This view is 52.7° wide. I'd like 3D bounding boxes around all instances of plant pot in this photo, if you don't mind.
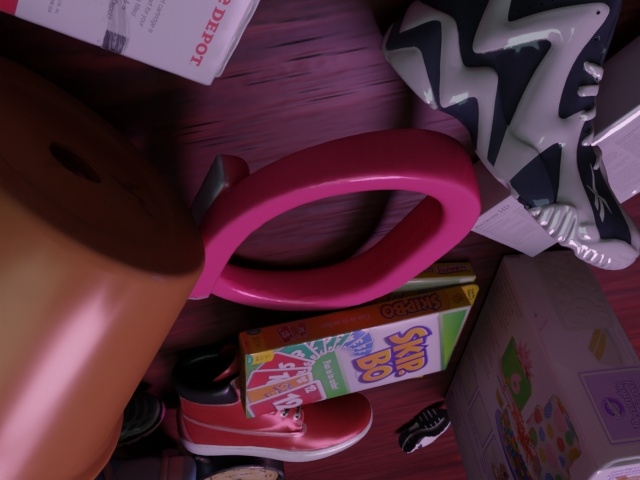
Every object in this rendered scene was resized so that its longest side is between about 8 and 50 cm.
[{"bbox_3d":[-0.213,0.019,0.403,0.203,0.291,0.291,-46,132,11],"label":"plant pot"}]

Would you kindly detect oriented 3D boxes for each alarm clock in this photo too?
[{"bbox_3d":[-0.119,0.333,0.930,0.129,0.064,0.192,-5,137,-9],"label":"alarm clock"}]

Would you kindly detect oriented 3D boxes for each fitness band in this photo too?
[{"bbox_3d":[0.000,0.000,0.521,0.208,0.054,0.291,3,156,-22],"label":"fitness band"}]

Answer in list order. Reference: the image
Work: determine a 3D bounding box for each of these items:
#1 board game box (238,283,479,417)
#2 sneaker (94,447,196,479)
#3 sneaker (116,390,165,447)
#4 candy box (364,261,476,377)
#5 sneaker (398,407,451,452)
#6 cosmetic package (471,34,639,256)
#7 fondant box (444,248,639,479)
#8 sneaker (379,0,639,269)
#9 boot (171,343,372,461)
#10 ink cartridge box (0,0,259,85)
[{"bbox_3d":[0.044,0.115,0.681,0.259,0.039,0.124,-12,140,-17],"label":"board game box"},{"bbox_3d":[-0.274,0.316,0.801,0.208,0.127,0.319,7,154,-16],"label":"sneaker"},{"bbox_3d":[-0.264,0.193,0.731,0.170,0.063,0.075,1,144,-8],"label":"sneaker"},{"bbox_3d":[0.094,0.100,0.741,0.105,0.027,0.206,0,138,-13],"label":"candy box"},{"bbox_3d":[0.162,0.279,0.964,0.043,0.040,0.109,1,145,-40],"label":"sneaker"},{"bbox_3d":[0.229,-0.080,0.524,0.098,0.061,0.239,19,138,-34],"label":"cosmetic package"},{"bbox_3d":[0.246,0.205,0.738,0.096,0.238,0.330,-5,140,-7],"label":"fondant box"},{"bbox_3d":[0.171,-0.101,0.430,0.235,0.094,0.153,47,109,1],"label":"sneaker"},{"bbox_3d":[-0.048,0.184,0.762,0.244,0.088,0.176,0,137,-9],"label":"boot"},{"bbox_3d":[-0.108,-0.166,0.354,0.150,0.063,0.109,14,133,-29],"label":"ink cartridge box"}]
